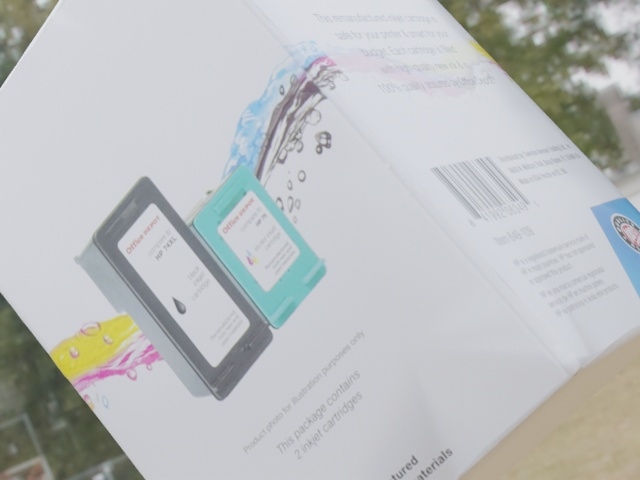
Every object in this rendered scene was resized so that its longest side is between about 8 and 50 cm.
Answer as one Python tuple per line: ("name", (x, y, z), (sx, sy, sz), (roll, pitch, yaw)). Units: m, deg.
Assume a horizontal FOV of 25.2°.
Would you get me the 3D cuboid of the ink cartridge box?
("ink cartridge box", (0.000, 0.000, 0.679), (0.197, 0.270, 0.198), (-48, -16, 26))
